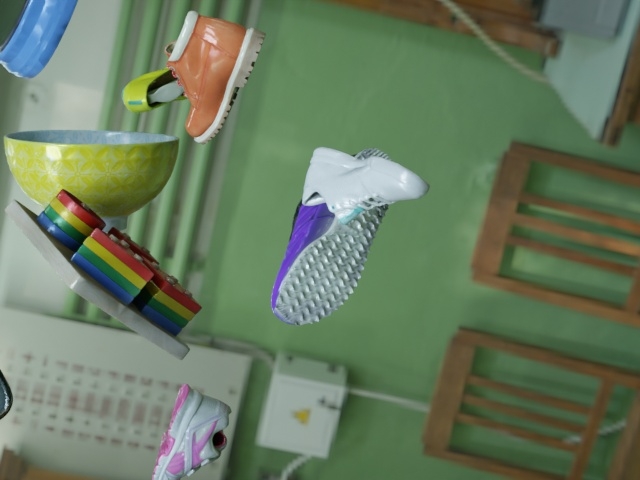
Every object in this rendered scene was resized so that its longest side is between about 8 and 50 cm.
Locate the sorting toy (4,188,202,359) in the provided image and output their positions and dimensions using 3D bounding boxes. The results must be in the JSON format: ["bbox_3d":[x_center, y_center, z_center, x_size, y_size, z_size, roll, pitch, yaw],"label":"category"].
[{"bbox_3d":[-0.319,0.035,1.976,0.089,0.255,0.257,-49,45,0],"label":"sorting toy"}]

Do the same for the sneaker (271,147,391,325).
[{"bbox_3d":[0.001,0.000,1.927,0.146,0.102,0.293,-4,50,57],"label":"sneaker"}]

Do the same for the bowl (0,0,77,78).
[{"bbox_3d":[-0.496,-0.482,2.296,0.391,0.077,0.391,-38,44,49],"label":"bowl"}]

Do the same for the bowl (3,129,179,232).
[{"bbox_3d":[-0.378,-0.097,2.164,0.289,0.289,0.156,-115,26,-80],"label":"bowl"}]

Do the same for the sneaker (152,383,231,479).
[{"bbox_3d":[-0.230,0.374,2.337,0.103,0.111,0.252,-82,12,-52],"label":"sneaker"}]

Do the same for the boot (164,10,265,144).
[{"bbox_3d":[-0.117,-0.160,1.269,0.158,0.084,0.059,120,166,-48],"label":"boot"}]

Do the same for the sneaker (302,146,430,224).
[{"bbox_3d":[0.057,-0.062,1.734,0.212,0.080,0.094,13,76,50],"label":"sneaker"}]

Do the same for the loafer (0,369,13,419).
[{"bbox_3d":[-0.518,0.142,1.737,0.096,0.267,0.084,-45,5,-19],"label":"loafer"}]

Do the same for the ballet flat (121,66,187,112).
[{"bbox_3d":[-0.241,-0.280,2.281,0.077,0.231,0.077,10,122,48],"label":"ballet flat"}]
